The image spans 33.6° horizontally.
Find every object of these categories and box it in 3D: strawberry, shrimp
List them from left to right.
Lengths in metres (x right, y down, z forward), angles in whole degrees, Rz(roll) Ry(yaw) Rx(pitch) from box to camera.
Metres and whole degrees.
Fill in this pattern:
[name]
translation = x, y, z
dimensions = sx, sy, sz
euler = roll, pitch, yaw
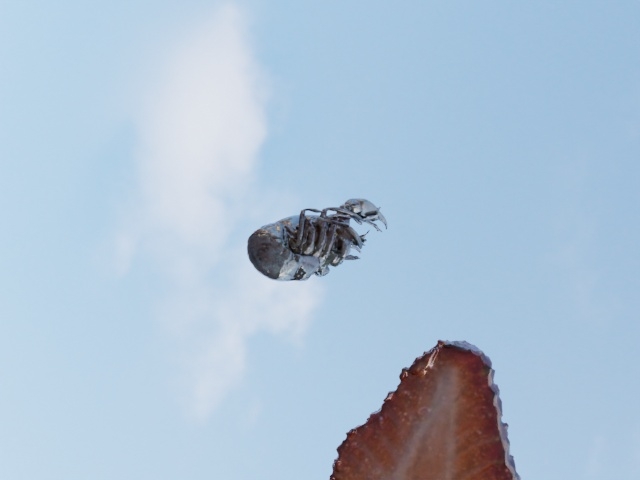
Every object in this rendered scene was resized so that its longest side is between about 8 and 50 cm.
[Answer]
[shrimp]
translation = 0.003, -0.002, 0.451
dimensions = 0.038, 0.092, 0.029
euler = -38, -100, 23
[strawberry]
translation = 0.097, 0.195, 0.955
dimensions = 0.236, 0.175, 0.107
euler = -52, -170, 13
